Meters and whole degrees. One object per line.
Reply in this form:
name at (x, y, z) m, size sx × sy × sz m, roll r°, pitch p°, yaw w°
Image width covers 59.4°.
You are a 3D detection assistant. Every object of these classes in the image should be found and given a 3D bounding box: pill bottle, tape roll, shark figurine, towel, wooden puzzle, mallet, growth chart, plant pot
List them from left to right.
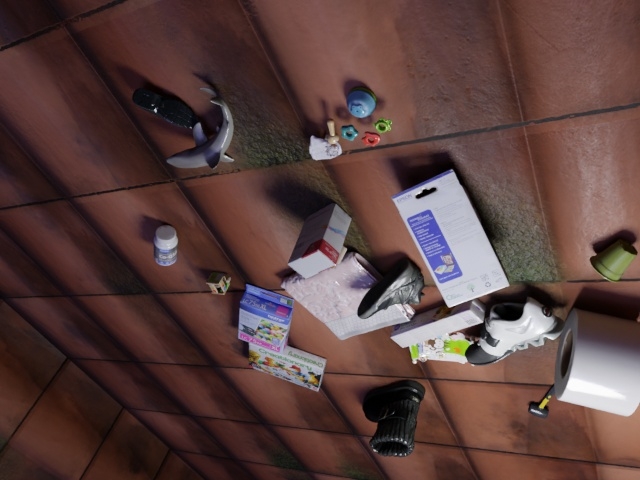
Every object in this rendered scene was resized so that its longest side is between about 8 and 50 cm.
pill bottle at (-0.514, 0.016, 1.863) m, size 0.078 × 0.078 × 0.137 m, roll 22°, pitch 141°, yaw 2°
shark figurine at (-0.266, -0.245, 1.417) m, size 0.166 × 0.116 × 0.278 m, roll 18°, pitch 136°, yaw -26°
wooden puzzle at (0.040, 0.024, 1.627) m, size 0.078 × 0.014 × 0.116 m, roll 48°, pitch 134°, yaw 16°
towel at (0.081, 0.185, 1.782) m, size 0.331 × 0.053 × 0.317 m, roll -23°, pitch 121°, yaw 40°
growth chart at (0.396, 0.354, 1.838) m, size 0.237 × 0.021 × 0.172 m, roll -3°, pitch 133°, yaw 27°
mallet at (0.735, 0.520, 1.849) m, size 0.062 × 0.039 × 0.190 m, roll 13°, pitch 134°, yaw 16°
tape roll at (0.724, 0.315, 1.460) m, size 0.169 × 0.246 × 0.246 m, roll 12°, pitch 139°, yaw 15°
plant pot at (0.691, 0.041, 1.312) m, size 0.083 × 0.083 × 0.079 m, roll 26°, pitch 129°, yaw -3°

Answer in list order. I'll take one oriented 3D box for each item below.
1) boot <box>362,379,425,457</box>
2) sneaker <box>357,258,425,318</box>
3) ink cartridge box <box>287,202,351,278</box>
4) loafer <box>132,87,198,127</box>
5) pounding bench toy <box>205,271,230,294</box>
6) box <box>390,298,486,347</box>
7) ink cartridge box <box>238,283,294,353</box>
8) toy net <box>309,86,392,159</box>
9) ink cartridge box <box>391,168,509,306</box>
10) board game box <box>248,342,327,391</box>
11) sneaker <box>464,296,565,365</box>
boot at (0.241, 0.680, 2.084) m, size 0.131 × 0.260 × 0.348 m, roll 32°, pitch 139°, yaw -9°
sneaker at (0.214, 0.167, 1.627) m, size 0.130 × 0.087 × 0.227 m, roll 37°, pitch 107°, yaw -22°
ink cartridge box at (0.000, 0.000, 1.521) m, size 0.072 × 0.175 × 0.127 m, roll 40°, pitch 138°, yaw -23°
loafer at (-0.396, -0.339, 1.444) m, size 0.170 × 0.062 × 0.061 m, roll 27°, pitch 180°, yaw -14°
pounding bench toy at (-0.341, 0.152, 1.949) m, size 0.083 × 0.052 × 0.065 m, roll 4°, pitch 137°, yaw 22°
box at (0.352, 0.250, 1.710) m, size 0.067 × 0.063 × 0.324 m, roll 41°, pitch 137°, yaw -17°
ink cartridge box at (-0.201, 0.288, 2.028) m, size 0.185 × 0.065 × 0.311 m, roll 19°, pitch 138°, yaw 5°
toy net at (0.064, -0.253, 1.316) m, size 0.122 × 0.045 × 0.232 m, roll 36°, pitch 141°, yaw -17°
ink cartridge box at (0.319, -0.008, 1.373) m, size 0.165 × 0.065 × 0.333 m, roll -23°, pitch 107°, yaw 22°
board game box at (-0.134, 0.482, 2.211) m, size 0.305 × 0.053 × 0.193 m, roll 18°, pitch 140°, yaw 8°
sneaker at (0.515, 0.249, 1.605) m, size 0.146 × 0.122 × 0.330 m, roll 44°, pitch 135°, yaw -4°
